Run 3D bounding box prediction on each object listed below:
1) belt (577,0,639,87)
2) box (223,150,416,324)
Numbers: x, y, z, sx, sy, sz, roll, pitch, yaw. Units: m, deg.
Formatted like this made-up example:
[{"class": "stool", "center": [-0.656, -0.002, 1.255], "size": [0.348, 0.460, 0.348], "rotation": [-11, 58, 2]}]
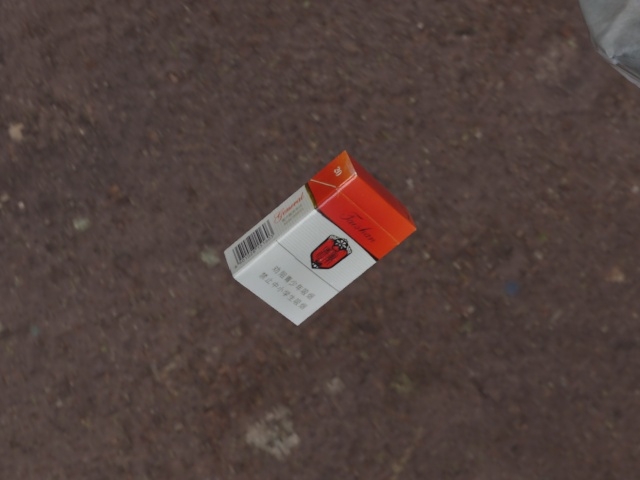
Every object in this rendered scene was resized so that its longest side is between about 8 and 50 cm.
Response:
[{"class": "belt", "center": [0.347, -0.290, 0.971], "size": [0.173, 0.300, 0.436], "rotation": [30, 92, -33]}, {"class": "box", "center": [0.000, 0.000, 1.294], "size": [0.152, 0.048, 0.100], "rotation": [-41, 132, 12]}]
